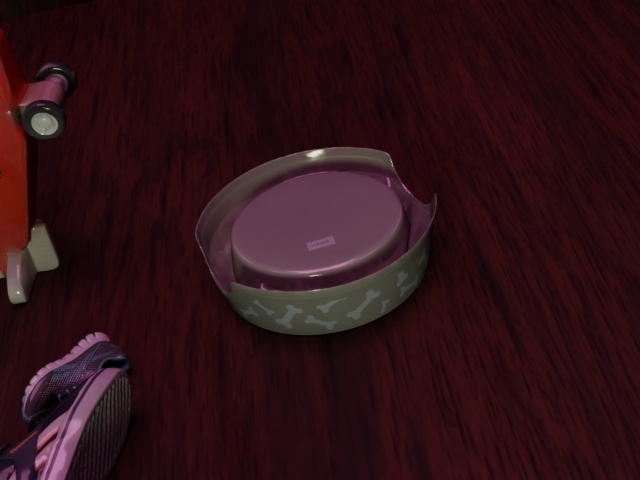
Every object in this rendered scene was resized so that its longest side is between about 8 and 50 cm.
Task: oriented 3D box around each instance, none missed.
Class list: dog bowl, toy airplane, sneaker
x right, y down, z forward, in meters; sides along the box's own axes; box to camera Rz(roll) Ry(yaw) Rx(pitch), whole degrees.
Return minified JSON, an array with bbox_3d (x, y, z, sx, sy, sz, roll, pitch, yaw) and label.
[{"bbox_3d":[0.000,0.000,1.534,0.349,0.102,0.348,-9,36,6],"label":"dog bowl"},{"bbox_3d":[-0.518,-0.092,1.590,0.272,0.384,0.386,7,-9,-9],"label":"toy airplane"},{"bbox_3d":[-0.320,0.187,1.411,0.076,0.065,0.166,19,48,31],"label":"sneaker"},{"bbox_3d":[-0.328,0.269,1.243,0.127,0.126,0.321,5,40,14],"label":"sneaker"}]
